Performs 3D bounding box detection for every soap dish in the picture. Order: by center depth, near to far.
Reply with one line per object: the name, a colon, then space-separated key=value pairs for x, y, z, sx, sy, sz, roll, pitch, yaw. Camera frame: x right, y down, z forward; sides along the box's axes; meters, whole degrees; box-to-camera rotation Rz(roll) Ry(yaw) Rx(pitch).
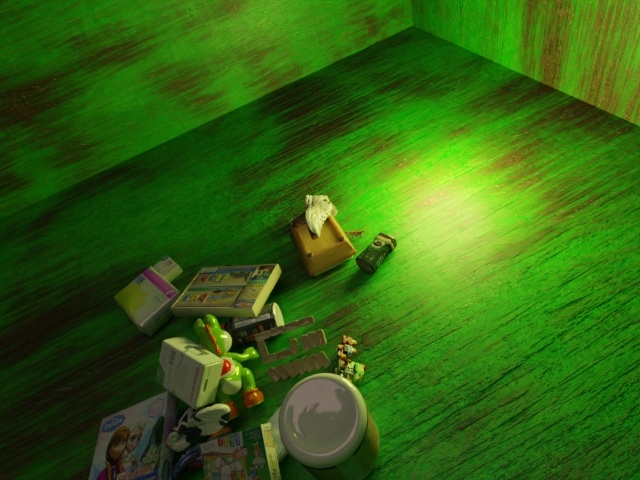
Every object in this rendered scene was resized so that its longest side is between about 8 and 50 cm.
soap dish: x=0.000 y=0.000 z=1.846 sx=0.228 sy=0.118 sz=0.291 roll=-26 pitch=45 yaw=-4

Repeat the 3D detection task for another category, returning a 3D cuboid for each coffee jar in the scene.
coffee jar: x=0.239 y=0.049 z=1.744 sx=0.096 sy=0.079 sz=0.184 roll=26 pitch=63 yaw=39

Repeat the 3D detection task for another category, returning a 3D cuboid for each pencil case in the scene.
pencil case: x=-0.100 y=0.598 z=1.339 sx=0.273 sy=0.113 sz=0.124 roll=-47 pitch=35 yaw=-22

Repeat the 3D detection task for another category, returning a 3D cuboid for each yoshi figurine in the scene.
yoshi figurine: x=-0.347 y=0.442 z=1.492 sx=0.203 sy=0.203 sz=0.362 roll=-34 pitch=78 yaw=34

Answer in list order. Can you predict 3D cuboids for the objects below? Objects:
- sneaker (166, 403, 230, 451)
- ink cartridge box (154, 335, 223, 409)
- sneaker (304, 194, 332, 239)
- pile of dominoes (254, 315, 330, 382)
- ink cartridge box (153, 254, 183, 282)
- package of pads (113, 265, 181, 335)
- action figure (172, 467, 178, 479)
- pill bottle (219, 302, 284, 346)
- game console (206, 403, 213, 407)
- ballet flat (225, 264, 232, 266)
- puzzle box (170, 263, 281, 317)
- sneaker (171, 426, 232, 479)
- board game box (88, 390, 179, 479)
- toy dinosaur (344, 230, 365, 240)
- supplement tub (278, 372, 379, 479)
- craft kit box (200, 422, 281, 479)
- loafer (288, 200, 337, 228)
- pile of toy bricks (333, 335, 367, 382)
sneaker: x=-0.396 y=0.591 z=1.390 sx=0.235 sy=0.094 sz=0.153 roll=-40 pitch=13 yaw=8
ink cartridge box: x=-0.439 y=0.435 z=1.373 sx=0.212 sy=0.093 sz=0.154 roll=17 pitch=97 yaw=33
sneaker: x=-0.004 y=-0.116 z=1.808 sx=0.121 sy=0.099 sz=0.263 roll=-10 pitch=47 yaw=5
pile of dominoes: x=-0.100 y=0.407 z=1.540 sx=0.251 sy=0.040 sz=0.196 roll=-19 pitch=75 yaw=3
ink cartridge box: x=-0.750 y=0.139 z=2.028 sx=0.122 sy=0.052 sz=0.088 roll=30 pitch=64 yaw=36
package of pads: x=-0.782 y=0.273 z=1.883 sx=0.296 sy=0.101 sz=0.229 roll=27 pitch=62 yaw=36
action figure: x=-0.409 y=0.845 z=1.255 sx=0.091 sy=0.139 sz=0.280 roll=-39 pitch=26 yaw=-13
pill bottle: x=-0.276 y=0.340 z=1.626 sx=0.245 sy=0.130 sz=0.130 roll=-17 pitch=46 yaw=4
game console: x=-0.424 y=0.544 z=1.482 sx=0.085 sy=0.144 sz=0.124 roll=-15 pitch=46 yaw=4
ballet flat: x=-0.453 y=0.188 z=1.893 sx=0.057 sy=0.049 sz=0.173 roll=18 pitch=64 yaw=33
puzzle box: x=-0.393 y=0.207 z=1.722 sx=0.408 sy=0.052 sz=0.272 roll=-4 pitch=35 yaw=23
sneaker: x=-0.376 y=0.704 z=1.342 sx=0.221 sy=0.083 sz=0.087 roll=-28 pitch=61 yaw=-26
board game box: x=-0.638 y=0.721 z=1.401 sx=0.318 sy=0.066 sz=0.318 roll=-26 pitch=43 yaw=13
toy dinosaur: x=0.152 y=-0.036 z=1.865 sx=0.082 sy=0.090 sz=0.047 roll=23 pitch=37 yaw=-2
supplement tub: x=0.038 y=0.554 z=1.180 sx=0.240 sy=0.331 sz=0.241 roll=-9 pitch=47 yaw=10
craft kit box: x=-0.235 y=0.705 z=1.229 sx=0.249 sy=0.061 sz=0.247 roll=-27 pitch=67 yaw=20
loafer: x=-0.044 y=-0.127 z=1.997 sx=0.251 sy=0.087 sz=0.094 roll=-25 pitch=46 yaw=-4
pile of toy bricks: x=0.110 y=0.442 z=1.431 sx=0.105 sy=0.118 sz=0.212 roll=17 pitch=40 yaw=-8
